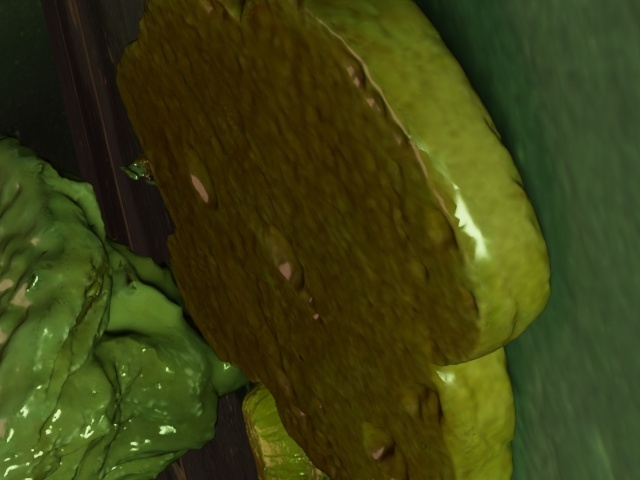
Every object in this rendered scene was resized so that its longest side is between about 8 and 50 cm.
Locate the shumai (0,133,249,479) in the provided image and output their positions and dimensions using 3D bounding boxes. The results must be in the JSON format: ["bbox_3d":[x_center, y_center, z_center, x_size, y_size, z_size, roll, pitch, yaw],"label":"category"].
[{"bbox_3d":[-0.190,0.110,1.039,0.267,0.262,0.314,5,73,45],"label":"shumai"}]

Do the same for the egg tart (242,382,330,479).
[{"bbox_3d":[-0.018,0.112,0.794,0.105,0.039,0.105,165,90,-80],"label":"egg tart"}]

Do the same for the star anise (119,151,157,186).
[{"bbox_3d":[-0.030,-0.043,0.627,0.097,0.070,0.191,46,159,10],"label":"star anise"}]

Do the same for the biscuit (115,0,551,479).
[{"bbox_3d":[0.000,0.000,0.504,0.208,0.041,0.290,63,160,2],"label":"biscuit"}]
